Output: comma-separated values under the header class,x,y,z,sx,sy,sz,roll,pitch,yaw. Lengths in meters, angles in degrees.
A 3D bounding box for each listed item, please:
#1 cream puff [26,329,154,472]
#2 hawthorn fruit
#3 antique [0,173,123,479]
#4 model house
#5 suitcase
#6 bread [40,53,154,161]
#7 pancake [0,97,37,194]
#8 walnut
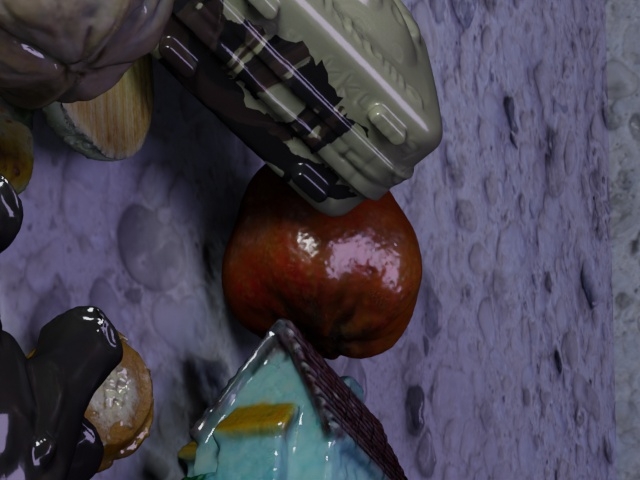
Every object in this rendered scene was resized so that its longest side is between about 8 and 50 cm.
class,x,y,z,sx,sy,sz,roll,pitch,yaw
cream puff,-0.220,0.145,1.454,0.144,0.103,0.126,-35,103,-59
hawthorn fruit,0.000,0.000,1.789,0.224,0.224,0.261,39,38,-54
antique,-0.289,0.109,1.232,0.322,0.185,0.255,57,33,-10
model house,-0.036,0.221,1.690,0.280,0.230,0.249,54,32,-48
suitcase,-0.031,-0.234,1.670,0.351,0.194,0.339,43,22,-25
bread,-0.225,-0.198,1.521,0.267,0.040,0.267,-10,90,-73
pancake,-0.334,-0.210,1.332,0.305,0.066,0.427,-57,132,-52
walnut,-0.224,-0.221,1.299,0.224,0.224,0.224,16,72,-61
